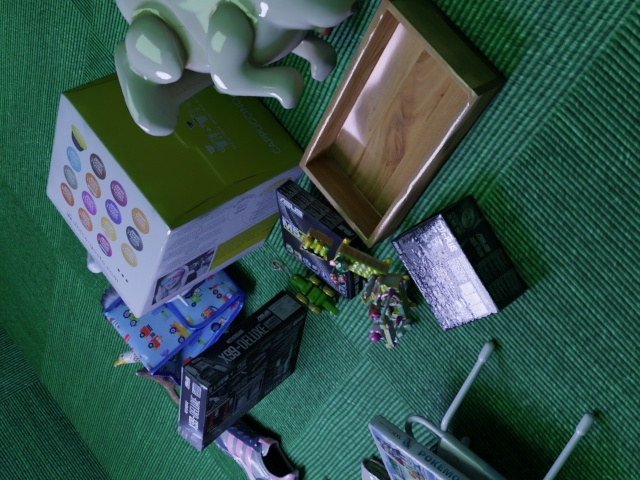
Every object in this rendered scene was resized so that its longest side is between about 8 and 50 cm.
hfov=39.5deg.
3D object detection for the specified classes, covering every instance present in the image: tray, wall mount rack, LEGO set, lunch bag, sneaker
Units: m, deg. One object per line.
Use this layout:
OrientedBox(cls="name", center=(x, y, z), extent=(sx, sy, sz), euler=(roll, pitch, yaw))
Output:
OrientedBox(cls="tray", center=(0.113, -0.181, 1.425), extent=(0.202, 0.076, 0.411), euler=(50, 146, 14))
OrientedBox(cls="wall mount rack", center=(0.314, 0.360, 1.531), extent=(0.350, 0.130, 0.304), euler=(36, 143, 31))
OrientedBox(cls="LEGO set", center=(0.075, 0.097, 1.562), extent=(0.132, 0.107, 0.287), euler=(-12, 133, 38))
OrientedBox(cls="lunch bag", center=(-0.316, 0.148, 2.068), extent=(0.221, 0.293, 0.138), euler=(43, -179, 31))
OrientedBox(cls="sneaker", center=(-0.170, 0.523, 2.301), extent=(0.319, 0.112, 0.131), euler=(45, 126, 16))

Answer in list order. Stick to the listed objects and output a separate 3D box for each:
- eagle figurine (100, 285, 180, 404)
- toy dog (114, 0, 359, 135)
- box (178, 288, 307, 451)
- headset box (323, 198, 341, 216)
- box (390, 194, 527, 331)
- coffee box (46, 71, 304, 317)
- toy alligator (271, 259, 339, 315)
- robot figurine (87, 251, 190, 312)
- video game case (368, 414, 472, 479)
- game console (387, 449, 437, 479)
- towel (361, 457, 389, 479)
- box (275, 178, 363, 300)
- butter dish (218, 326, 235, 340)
OrientedBox(cls="eagle figurine", center=(-0.434, 0.248, 2.276), extent=(0.298, 0.225, 0.226), euler=(-112, 26, -46))
OrientedBox(cls="toy dog", center=(-0.109, -0.392, 1.373), extent=(0.408, 0.285, 0.395), euler=(-13, 100, 39))
OrientedBox(cls="box", center=(-0.166, 0.278, 1.913), extent=(0.077, 0.307, 0.242), euler=(36, 140, 22))
OrientedBox(cls="headset box", center=(0.036, -0.041, 1.661), extent=(0.083, 0.032, 0.062), euler=(37, 141, 27))
OrientedBox(cls="box", center=(0.221, 0.040, 1.444), extent=(0.180, 0.078, 0.147), euler=(59, 146, 1))
OrientedBox(cls="coffee box", center=(-0.288, -0.125, 1.741), extent=(0.337, 0.338, 0.334), euler=(50, 144, 13))
OrientedBox(cls="toy alligator", center=(-0.023, 0.099, 1.829), extent=(0.190, 0.056, 0.051), euler=(37, 180, 30))
OrientedBox(cls="robot figurine", center=(-0.373, -0.009, 1.982), extent=(0.199, 0.300, 0.353), euler=(70, -171, -64))
OrientedBox(cls="video game case", center=(0.237, 0.492, 1.630), extent=(0.300, 0.036, 0.329), euler=(30, 152, 42))
OrientedBox(cls="game console", center=(0.208, 0.497, 1.799), extent=(0.144, 0.124, 0.085), euler=(105, 152, -46))
OrientedBox(cls="towel", center=(0.190, 0.613, 1.934), extent=(0.282, 0.049, 0.187), euler=(32, 137, 35))
OrientedBox(cls="box", center=(0.000, 0.000, 1.674), extent=(0.191, 0.045, 0.184), euler=(38, 156, 27))
OrientedBox(cls="butter dish", center=(-0.217, 0.266, 2.149), extent=(0.160, 0.118, 0.160), euler=(24, 153, -26))
